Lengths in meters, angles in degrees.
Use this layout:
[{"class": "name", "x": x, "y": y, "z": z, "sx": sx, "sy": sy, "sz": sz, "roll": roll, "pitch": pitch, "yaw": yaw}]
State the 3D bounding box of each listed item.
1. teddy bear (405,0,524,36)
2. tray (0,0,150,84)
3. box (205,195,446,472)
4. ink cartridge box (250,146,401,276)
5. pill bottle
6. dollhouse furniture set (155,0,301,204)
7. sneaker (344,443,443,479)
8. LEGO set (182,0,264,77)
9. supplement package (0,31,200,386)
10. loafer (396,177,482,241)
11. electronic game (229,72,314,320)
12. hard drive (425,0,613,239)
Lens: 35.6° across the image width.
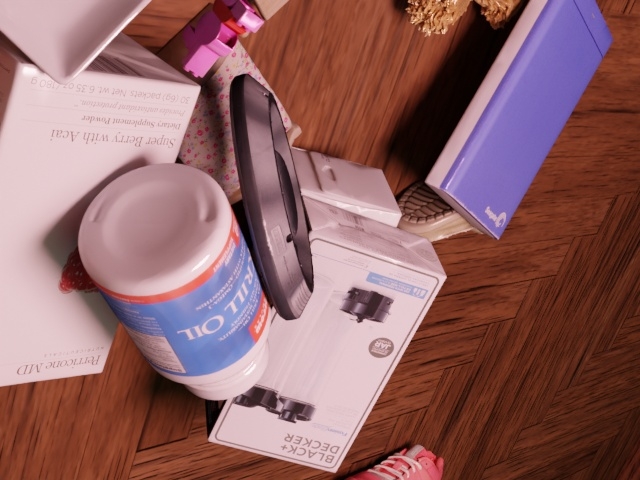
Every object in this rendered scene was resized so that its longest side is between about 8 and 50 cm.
[{"class": "teddy bear", "x": 0.181, "y": -0.360, "z": 1.159, "sx": 0.338, "sy": 0.113, "sz": 0.245, "roll": -18, "pitch": 139, "yaw": -49}, {"class": "tray", "x": -0.232, "y": -0.252, "z": 0.707, "sx": 0.145, "sy": 0.270, "sz": 0.030, "roll": -47, "pitch": -171, "yaw": -7}, {"class": "box", "x": -0.001, "y": 0.112, "z": 1.122, "sx": 0.169, "sy": 0.087, "sz": 0.290, "roll": 19, "pitch": 115, "yaw": -19}, {"class": "ink cartridge box", "x": 0.000, "y": 0.000, "z": 1.185, "sx": 0.127, "sy": 0.128, "sz": 0.176, "roll": 12, "pitch": 117, "yaw": -16}, {"class": "pill bottle", "x": -0.110, "y": 0.047, "z": 0.850, "sx": 0.124, "sy": 0.124, "sz": 0.221, "roll": -41, "pitch": 147, "yaw": -16}, {"class": "dollhouse furniture set", "x": -0.073, "y": -0.053, "z": 1.060, "sx": 0.355, "sy": 0.174, "sz": 0.303, "roll": -46, "pitch": 144, "yaw": -8}, {"class": "sneaker", "x": 0.130, "y": 0.419, "z": 1.763, "sx": 0.314, "sy": 0.116, "sz": 0.136, "roll": 25, "pitch": 90, "yaw": -61}, {"class": "LEGO set", "x": -0.146, "y": -0.215, "z": 0.822, "sx": 0.087, "sy": 0.227, "sz": 0.093, "roll": 29, "pitch": 109, "yaw": -42}, {"class": "supplement package", "x": -0.260, "y": -0.041, "z": 0.858, "sx": 0.177, "sy": 0.175, "sz": 0.293, "roll": -2, "pitch": 122, "yaw": -48}, {"class": "loafer", "x": 0.212, "y": -0.049, "z": 1.440, "sx": 0.268, "sy": 0.102, "sz": 0.092, "roll": -25, "pitch": 130, "yaw": -34}, {"class": "electronic game", "x": -0.047, "y": -0.039, "z": 0.916, "sx": 0.048, "sy": 0.229, "sz": 0.229, "roll": -12, "pitch": 138, "yaw": 4}, {"class": "hard drive", "x": 0.266, "y": -0.173, "z": 1.296, "sx": 0.319, "sy": 0.040, "sz": 0.210, "roll": -60, "pitch": 147, "yaw": -1}]
